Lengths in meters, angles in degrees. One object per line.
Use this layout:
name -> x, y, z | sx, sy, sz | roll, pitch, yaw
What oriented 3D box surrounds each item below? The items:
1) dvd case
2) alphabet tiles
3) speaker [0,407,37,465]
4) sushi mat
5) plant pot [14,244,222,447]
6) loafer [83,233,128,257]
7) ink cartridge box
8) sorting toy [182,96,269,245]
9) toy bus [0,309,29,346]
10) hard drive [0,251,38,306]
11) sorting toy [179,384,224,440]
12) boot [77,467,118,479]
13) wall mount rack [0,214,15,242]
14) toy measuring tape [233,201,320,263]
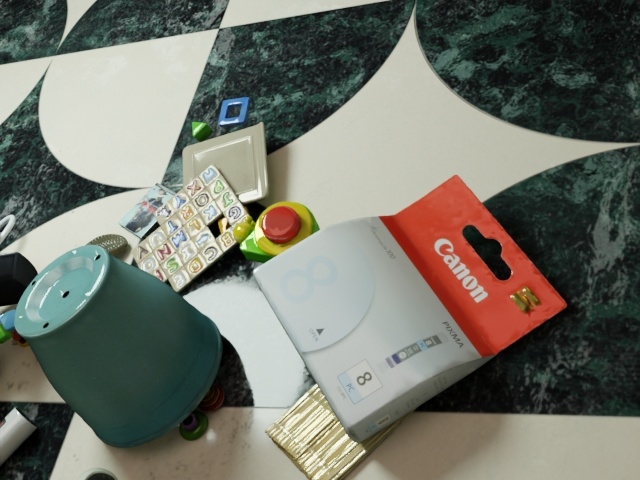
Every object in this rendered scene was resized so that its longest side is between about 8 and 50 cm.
dvd case -> -0.350, -0.061, 1.754 | 0.087, 0.013, 0.119 | 29, 68, 38
alphabet tiles -> -0.256, -0.015, 1.643 | 0.237, 0.009, 0.198 | -39, 54, 4
speaker -> -0.561, 0.359, 1.488 | 0.055, 0.055, 0.136 | 31, 71, 39
sushi mat -> 0.074, 0.236, 1.319 | 0.316, 0.019, 0.151 | -41, 49, -10
plant pot -> -0.341, 0.151, 1.384 | 0.271, 0.255, 0.272 | -22, 39, 18
loafer -> -0.453, 0.035, 1.703 | 0.148, 0.050, 0.056 | -24, 49, -16
ink cartridge box -> 0.132, 0.078, 1.318 | 0.385, 0.091, 0.308 | -32, 59, -4
sorting toy -> -0.187, -0.130, 1.705 | 0.196, 0.047, 0.348 | -17, 57, 17
toy bus -> -0.482, 0.170, 1.564 | 0.191, 0.202, 0.104 | -30, 77, -10
hard drive -> -0.622, 0.083, 1.600 | 0.172, 0.255, 0.054 | -10, 78, -13
sorting toy -> -0.204, 0.274, 1.400 | 0.061, 0.042, 0.102 | 21, 65, 35
boot -> -0.379, 0.460, 1.262 | 0.176, 0.088, 0.244 | -26, 45, 55
wall mount rack -> -0.753, 0.047, 1.724 | 0.304, 0.130, 0.350 | -10, 45, 51
toy measuring tape -> 0.000, 0.000, 1.487 | 0.330, 0.121, 0.121 | 11, 59, 21
